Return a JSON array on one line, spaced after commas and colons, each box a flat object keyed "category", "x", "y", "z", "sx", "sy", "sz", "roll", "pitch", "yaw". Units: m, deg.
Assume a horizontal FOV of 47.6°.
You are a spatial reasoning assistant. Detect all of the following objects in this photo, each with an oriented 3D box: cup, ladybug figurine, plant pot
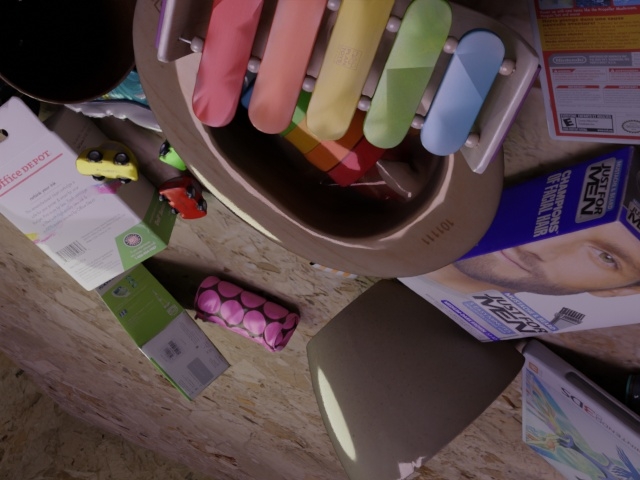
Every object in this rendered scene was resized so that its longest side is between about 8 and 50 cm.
[{"category": "cup", "x": 0.116, "y": 0.201, "z": 1.141, "sx": 0.237, "sy": 0.331, "sz": 0.331, "roll": 50, "pitch": 151, "yaw": 9}, {"category": "ladybug figurine", "x": 0.003, "y": -0.151, "z": 0.785, "sx": 0.449, "sy": 0.162, "sz": 0.305, "roll": 43, "pitch": 116, "yaw": -16}, {"category": "plant pot", "x": -0.378, "y": -0.295, "z": 0.954, "sx": 0.230, "sy": 0.215, "sz": 0.215, "roll": 18, "pitch": 150, "yaw": 49}]

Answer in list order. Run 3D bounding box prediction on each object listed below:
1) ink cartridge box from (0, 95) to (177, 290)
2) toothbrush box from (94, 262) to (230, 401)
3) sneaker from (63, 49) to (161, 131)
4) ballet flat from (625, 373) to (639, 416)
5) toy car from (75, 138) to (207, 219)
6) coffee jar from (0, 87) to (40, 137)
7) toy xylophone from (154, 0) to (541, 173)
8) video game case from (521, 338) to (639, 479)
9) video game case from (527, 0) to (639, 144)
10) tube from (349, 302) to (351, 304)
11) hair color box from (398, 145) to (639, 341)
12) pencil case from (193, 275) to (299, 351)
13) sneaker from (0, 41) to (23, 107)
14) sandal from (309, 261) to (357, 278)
[{"category": "ink cartridge box", "x": -0.448, "y": -0.097, "z": 1.279, "sx": 0.207, "sy": 0.119, "sz": 0.353, "roll": -27, "pitch": 121, "yaw": 21}, {"category": "toothbrush box", "x": -0.348, "y": 0.185, "z": 1.576, "sx": 0.283, "sy": 0.122, "sz": 0.206, "roll": 36, "pitch": 162, "yaw": 47}, {"category": "sneaker", "x": -0.288, "y": -0.241, "z": 1.052, "sx": 0.275, "sy": 0.107, "sz": 0.110, "roll": 13, "pitch": 127, "yaw": 18}, {"category": "ballet flat", "x": 0.497, "y": 0.277, "z": 1.113, "sx": 0.074, "sy": 0.074, "sz": 0.203, "roll": 14, "pitch": 143, "yaw": 26}, {"category": "toy car", "x": -0.243, "y": -0.130, "z": 1.164, "sx": 0.239, "sy": 0.053, "sz": 0.225, "roll": 24, "pitch": 144, "yaw": -33}, {"category": "coffee jar", "x": -0.585, "y": -0.258, "z": 1.280, "sx": 0.184, "sy": 0.079, "sz": 0.096, "roll": 35, "pitch": 149, "yaw": -8}, {"category": "toy xylophone", "x": 0.027, "y": -0.193, "z": 0.614, "sx": 0.322, "sy": 0.081, "sz": 0.236, "roll": 12, "pitch": 122, "yaw": 1}, {"category": "video game case", "x": 0.447, "y": 0.339, "z": 1.165, "sx": 0.300, "sy": 0.036, "sz": 0.329, "roll": 40, "pitch": 159, "yaw": 38}, {"category": "video game case", "x": 0.290, "y": -0.199, "z": 0.648, "sx": 0.204, "sy": 0.025, "sz": 0.285, "roll": 9, "pitch": 143, "yaw": 33}, {"category": "tube", "x": 0.078, "y": 0.193, "z": 1.376, "sx": 0.240, "sy": 0.062, "sz": 0.070, "roll": 82, "pitch": 164, "yaw": -56}, {"category": "hair color box", "x": 0.275, "y": 0.024, "z": 0.888, "sx": 0.185, "sy": 0.110, "sz": 0.339, "roll": 36, "pitch": 149, "yaw": -23}, {"category": "pencil case", "x": -0.153, "y": 0.153, "z": 1.474, "sx": 0.209, "sy": 0.098, "sz": 0.095, "roll": 21, "pitch": 166, "yaw": 18}, {"category": "sneaker", "x": -0.598, "y": -0.257, "z": 1.179, "sx": 0.146, "sy": 0.122, "sz": 0.330, "roll": 48, "pitch": 112, "yaw": 4}, {"category": "sandal", "x": -0.003, "y": 0.004, "z": 1.148, "sx": 0.265, "sy": 0.076, "sz": 0.102, "roll": 30, "pitch": 150, "yaw": 1}]
